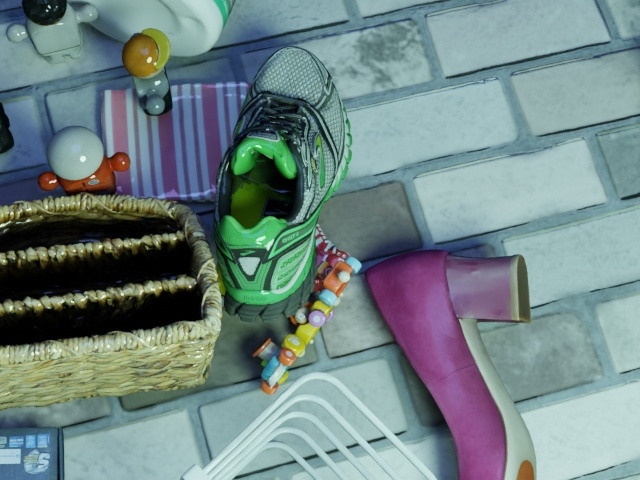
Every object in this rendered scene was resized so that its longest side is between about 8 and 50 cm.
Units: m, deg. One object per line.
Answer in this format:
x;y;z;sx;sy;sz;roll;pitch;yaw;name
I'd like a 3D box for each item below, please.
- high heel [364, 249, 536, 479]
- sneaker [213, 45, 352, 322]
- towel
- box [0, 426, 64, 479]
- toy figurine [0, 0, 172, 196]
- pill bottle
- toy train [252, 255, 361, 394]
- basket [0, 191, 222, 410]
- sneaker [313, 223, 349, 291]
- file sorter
0.136;0.197;1.593;0.181;0.127;0.377;-3;73;21;high heel
-0.038;-0.087;1.565;0.134;0.146;0.343;2;51;4;sneaker
-0.151;-0.109;1.681;0.197;0.029;0.144;-3;71;-6;towel
-0.378;0.287;1.492;0.233;0.059;0.183;0;72;-7;box
-0.279;-0.164;1.599;0.213;0.148;0.209;31;75;11;toy figurine
-0.150;-0.412;1.692;0.204;0.204;0.361;20;69;0;pill bottle
-0.023;0.087;1.578;0.046;0.125;0.166;35;74;7;toy train
-0.260;0.044;1.507;0.299;0.223;0.213;-6;72;-9;basket
0.000;0.000;1.653;0.067;0.042;0.118;-2;79;-4;sneaker
-0.022;0.274;1.434;0.193;0.277;0.173;45;67;9;file sorter
